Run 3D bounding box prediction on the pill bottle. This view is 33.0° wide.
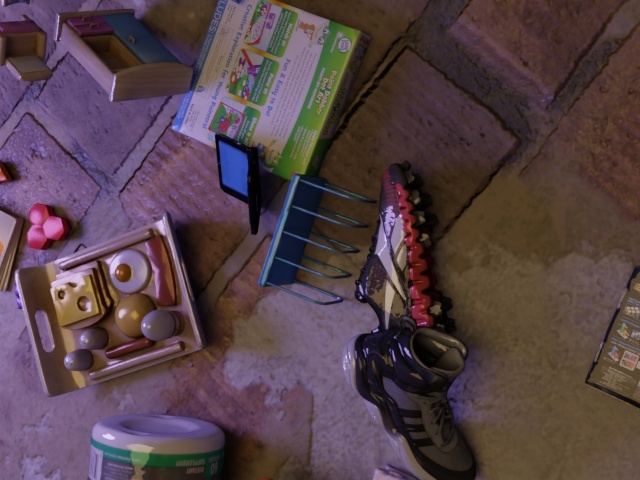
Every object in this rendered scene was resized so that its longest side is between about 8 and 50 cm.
[{"bbox_3d":[-0.259,0.458,1.643,0.204,0.204,0.361,6,92,23],"label":"pill bottle"}]

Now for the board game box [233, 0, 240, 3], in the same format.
[{"bbox_3d":[-0.113,-0.469,1.569,0.039,0.211,0.160,31,77,21],"label":"board game box"}]

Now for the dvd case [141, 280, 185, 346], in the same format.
[{"bbox_3d":[-0.275,0.112,1.758,0.119,0.013,0.087,26,99,22],"label":"dvd case"}]

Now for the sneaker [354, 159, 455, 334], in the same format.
[{"bbox_3d":[0.105,0.027,1.553,0.135,0.097,0.276,-10,87,20],"label":"sneaker"}]

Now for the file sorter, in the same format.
[{"bbox_3d":[0.000,0.000,1.590,0.104,0.118,0.170,20,97,18],"label":"file sorter"}]

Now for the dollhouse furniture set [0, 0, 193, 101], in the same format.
[{"bbox_3d":[-0.314,-0.385,1.585,0.198,0.286,0.303,44,132,35],"label":"dollhouse furniture set"}]

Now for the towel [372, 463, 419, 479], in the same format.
[{"bbox_3d":[0.176,0.523,1.535,0.331,0.053,0.317,21,98,25],"label":"towel"}]

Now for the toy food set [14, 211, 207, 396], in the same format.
[{"bbox_3d":[-0.338,0.105,1.725,0.306,0.092,0.220,-19,83,20],"label":"toy food set"}]

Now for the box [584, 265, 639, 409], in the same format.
[{"bbox_3d":[0.483,0.154,1.417,0.220,0.051,0.175,24,98,22],"label":"box"}]

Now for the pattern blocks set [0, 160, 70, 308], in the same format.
[{"bbox_3d":[-0.603,-0.002,1.891,0.324,0.026,0.285,33,101,20],"label":"pattern blocks set"}]

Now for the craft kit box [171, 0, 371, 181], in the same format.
[{"bbox_3d":[-0.079,-0.241,1.662,0.246,0.061,0.250,26,99,24],"label":"craft kit box"}]

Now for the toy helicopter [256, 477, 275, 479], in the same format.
[{"bbox_3d":[-0.053,0.528,1.517,0.235,0.140,0.355,25,86,45],"label":"toy helicopter"}]

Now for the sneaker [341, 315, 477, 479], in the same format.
[{"bbox_3d":[0.155,0.223,1.480,0.269,0.101,0.153,52,133,-5],"label":"sneaker"}]

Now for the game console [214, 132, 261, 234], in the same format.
[{"bbox_3d":[-0.128,-0.085,1.638,0.071,0.122,0.107,1,46,3],"label":"game console"}]
